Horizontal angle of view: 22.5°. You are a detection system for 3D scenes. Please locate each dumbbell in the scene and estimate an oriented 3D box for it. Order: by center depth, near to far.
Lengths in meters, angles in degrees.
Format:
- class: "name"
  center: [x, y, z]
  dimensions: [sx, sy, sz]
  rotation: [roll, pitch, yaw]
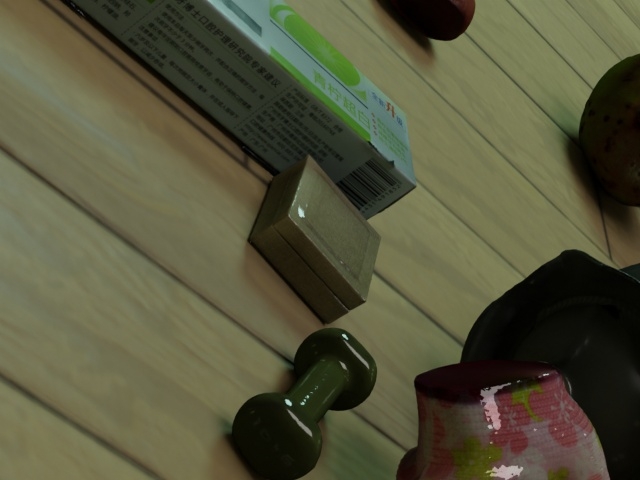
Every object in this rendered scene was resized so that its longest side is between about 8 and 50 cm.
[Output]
- class: "dumbbell"
  center: [-0.007, 0.091, 0.910]
  dimensions: [0.052, 0.046, 0.118]
  rotation: [52, 27, -2]

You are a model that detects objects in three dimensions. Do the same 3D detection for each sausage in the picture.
- class: "sausage"
  center: [0.093, -0.213, 1.386]
  dimensions: [0.094, 0.059, 0.054]
  rotation: [38, 27, -30]

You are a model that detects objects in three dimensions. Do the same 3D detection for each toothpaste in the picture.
- class: "toothpaste"
  center: [-0.067, -0.133, 1.025]
  dimensions: [0.336, 0.067, 0.081]
  rotation: [39, 29, -33]

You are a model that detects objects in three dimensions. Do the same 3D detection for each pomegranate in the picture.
- class: "pomegranate"
  center: [0.334, -0.103, 1.598]
  dimensions: [0.159, 0.159, 0.205]
  rotation: [62, 2, 7]

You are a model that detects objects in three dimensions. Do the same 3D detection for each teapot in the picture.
- class: "teapot"
  center: [0.206, 0.144, 1.115]
  dimensions: [0.285, 0.305, 0.223]
  rotation: [11, 16, -47]

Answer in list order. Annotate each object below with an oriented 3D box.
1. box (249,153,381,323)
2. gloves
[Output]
- class: "box"
  center: [0.000, 0.000, 1.030]
  dimensions: [0.083, 0.035, 0.079]
  rotation: [49, 28, -19]
- class: "gloves"
  center: [0.114, 0.195, 0.939]
  dimensions: [0.145, 0.126, 0.241]
  rotation: [-20, 108, -68]
